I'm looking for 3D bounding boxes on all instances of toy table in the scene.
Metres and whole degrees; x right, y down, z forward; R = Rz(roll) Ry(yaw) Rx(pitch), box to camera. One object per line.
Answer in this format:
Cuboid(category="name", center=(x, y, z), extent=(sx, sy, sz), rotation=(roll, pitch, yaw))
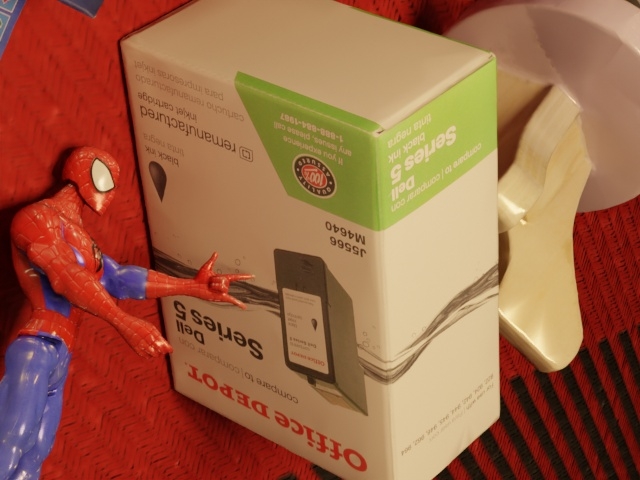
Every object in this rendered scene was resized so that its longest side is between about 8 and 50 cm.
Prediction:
Cuboid(category="toy table", center=(0.116, -0.051, 1.068), extent=(0.161, 0.252, 0.274), rotation=(-48, 175, -21))

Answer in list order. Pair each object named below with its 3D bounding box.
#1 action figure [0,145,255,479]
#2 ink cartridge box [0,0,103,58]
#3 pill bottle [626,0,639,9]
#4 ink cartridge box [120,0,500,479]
Cuboid(category="action figure", center=(-0.123, 0.084, 0.861), extent=(0.091, 0.139, 0.280), rotation=(76, 22, -74))
Cuboid(category="ink cartridge box", center=(-0.128, -0.231, 0.730), extent=(0.311, 0.065, 0.186), rotation=(-57, 146, 8))
Cuboid(category="pill bottle", center=(0.229, -0.169, 1.235), extent=(0.246, 0.130, 0.130), rotation=(-36, 135, -38))
Cuboid(category="ink cartridge box", center=(0.000, 0.000, 0.960), extent=(0.115, 0.198, 0.272), rotation=(-36, 135, -37))
